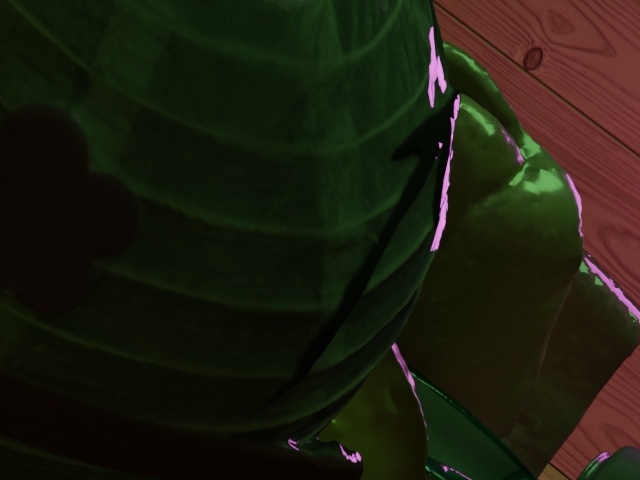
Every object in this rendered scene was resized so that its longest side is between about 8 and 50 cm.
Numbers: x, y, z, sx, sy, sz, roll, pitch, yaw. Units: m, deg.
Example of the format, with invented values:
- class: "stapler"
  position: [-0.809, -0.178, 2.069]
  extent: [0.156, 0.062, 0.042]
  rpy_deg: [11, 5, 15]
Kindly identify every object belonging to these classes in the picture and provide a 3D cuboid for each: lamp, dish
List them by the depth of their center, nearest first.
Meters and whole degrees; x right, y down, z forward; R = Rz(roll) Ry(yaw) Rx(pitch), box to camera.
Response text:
- class: "lamp"
  position: [-0.087, -0.040, 0.462]
  extent: [0.265, 0.233, 0.233]
  rpy_deg: [30, 4, -16]
- class: "dish"
  position: [0.021, 0.112, 0.893]
  extent: [0.224, 0.078, 0.246]
  rpy_deg: [36, 6, -3]

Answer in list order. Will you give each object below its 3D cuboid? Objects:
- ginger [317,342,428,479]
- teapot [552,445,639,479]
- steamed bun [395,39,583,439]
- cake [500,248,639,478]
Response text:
- class: "ginger"
  position: [-0.086, 0.011, 0.772]
  extent: [0.354, 0.126, 0.190]
  rpy_deg: [43, 0, 30]
- class: "teapot"
  position: [0.235, 0.232, 1.353]
  extent: [0.149, 0.162, 0.239]
  rpy_deg: [30, 28, 24]
- class: "steamed bun"
  position: [0.000, -0.003, 1.142]
  extent: [0.372, 0.230, 0.325]
  rpy_deg: [34, -41, 61]
- class: "cake"
  position: [0.120, 0.074, 1.553]
  extent: [0.230, 0.237, 0.309]
  rpy_deg: [41, -1, -10]
